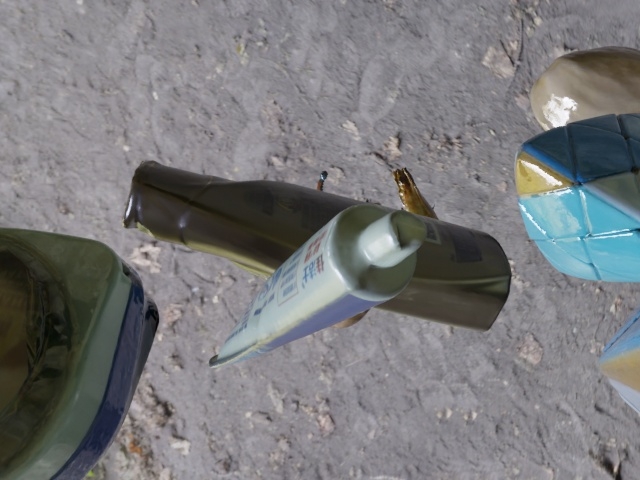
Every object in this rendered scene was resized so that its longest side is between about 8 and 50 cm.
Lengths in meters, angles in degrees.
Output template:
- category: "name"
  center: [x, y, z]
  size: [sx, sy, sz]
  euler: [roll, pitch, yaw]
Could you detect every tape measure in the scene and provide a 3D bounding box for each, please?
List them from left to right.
- category: "tape measure"
  center: [-0.304, 0.109, 0.592]
  size: [0.259, 0.138, 0.262]
  euler: [2, 58, 12]

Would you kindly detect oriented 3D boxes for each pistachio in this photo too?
- category: "pistachio"
  center: [0.517, -0.239, 1.184]
  size: [0.288, 0.166, 0.197]
  euler: [20, 82, 16]

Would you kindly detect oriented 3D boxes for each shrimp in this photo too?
- category: "shrimp"
  center: [0.218, -0.046, 1.514]
  size: [0.150, 0.068, 0.249]
  euler: [-19, 86, 63]

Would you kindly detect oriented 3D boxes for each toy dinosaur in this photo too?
- category: "toy dinosaur"
  center: [-0.001, -0.058, 1.288]
  size: [0.055, 0.049, 0.154]
  euler: [4, 97, -9]

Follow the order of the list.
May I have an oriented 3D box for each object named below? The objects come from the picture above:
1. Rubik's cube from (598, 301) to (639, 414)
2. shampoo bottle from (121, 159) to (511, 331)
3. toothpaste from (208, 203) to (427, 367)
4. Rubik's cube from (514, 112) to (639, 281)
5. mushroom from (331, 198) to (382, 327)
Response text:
- category: "Rubik's cube"
  center: [0.446, 0.067, 0.444]
  size: [0.347, 0.352, 0.351]
  euler: [42, 85, 18]
- category: "shampoo bottle"
  center: [0.000, 0.000, 0.618]
  size: [0.350, 0.126, 0.084]
  euler: [13, 120, -15]
- category: "toothpaste"
  center: [-0.012, 0.034, 0.406]
  size: [0.268, 0.047, 0.069]
  euler: [143, 143, -62]
- category: "Rubik's cube"
  center: [0.340, -0.041, 0.802]
  size: [0.254, 0.254, 0.255]
  euler: [1, 92, 25]
- category: "mushroom"
  center: [0.047, 0.049, 0.952]
  size: [0.094, 0.072, 0.210]
  euler: [34, 114, 4]
